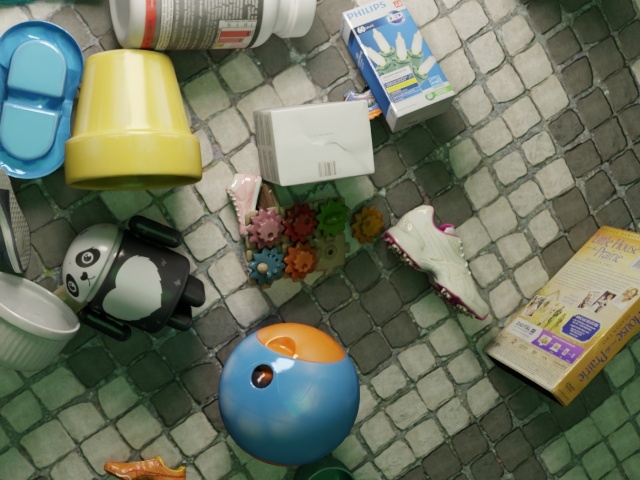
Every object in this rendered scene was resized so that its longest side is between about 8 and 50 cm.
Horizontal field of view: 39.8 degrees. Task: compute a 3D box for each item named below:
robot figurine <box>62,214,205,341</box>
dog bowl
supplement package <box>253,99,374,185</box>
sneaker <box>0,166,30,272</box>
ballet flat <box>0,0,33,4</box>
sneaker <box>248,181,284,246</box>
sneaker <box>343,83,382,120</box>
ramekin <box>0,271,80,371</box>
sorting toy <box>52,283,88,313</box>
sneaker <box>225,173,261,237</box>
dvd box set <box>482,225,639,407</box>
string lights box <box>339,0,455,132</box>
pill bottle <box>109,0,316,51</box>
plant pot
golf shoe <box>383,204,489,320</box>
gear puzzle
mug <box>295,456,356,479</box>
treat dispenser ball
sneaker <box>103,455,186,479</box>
[{"bbox_3d":[-0.366,0.078,1.738,0.278,0.173,0.209,27,63,-17],"label":"robot figurine"},{"bbox_3d":[-0.550,-0.268,1.698,0.165,0.074,0.297,10,95,-16],"label":"dog bowl"},{"bbox_3d":[-0.018,-0.199,1.783,0.194,0.203,0.149,-8,100,-13],"label":"supplement package"},{"bbox_3d":[-0.658,-0.033,1.698,0.163,0.086,0.226,-6,120,5],"label":"sneaker"},{"bbox_3d":[-0.530,-0.499,1.680,0.248,0.086,0.086,-7,99,-16],"label":"ballet flat"},{"bbox_3d":[-0.117,-0.026,1.849,0.071,0.066,0.188,-9,99,-14],"label":"sneaker"},{"bbox_3d":[0.144,-0.325,1.877,0.221,0.083,0.087,-32,96,-13],"label":"sneaker"},{"bbox_3d":[-0.576,0.158,1.684,0.207,0.207,0.109,31,97,-17],"label":"ramekin"},{"bbox_3d":[-0.492,0.105,1.793,0.083,0.012,0.062,-39,100,-4],"label":"sorting toy"},{"bbox_3d":[-0.169,-0.076,1.839,0.070,0.051,0.134,12,91,-15],"label":"sneaker"},{"bbox_3d":[0.580,0.151,1.938,0.420,0.307,0.062,-45,108,-6],"label":"dvd box set"},{"bbox_3d":[0.154,-0.365,1.818,0.133,0.077,0.260,-23,74,-11],"label":"string lights box"},{"bbox_3d":[-0.204,-0.469,1.684,0.362,0.210,0.210,-7,99,-24],"label":"pill bottle"},{"bbox_3d":[-0.356,-0.225,1.672,0.254,0.254,0.239,-3,89,-15],"label":"plant pot"},{"bbox_3d":[0.283,0.050,1.946,0.306,0.115,0.140,44,82,-17],"label":"golf shoe"},{"bbox_3d":[0.000,0.000,1.859,0.338,0.044,0.176,-11,110,-30],"label":"gear puzzle"},{"bbox_3d":[-0.003,0.537,1.937,0.157,0.097,0.130,16,93,-16],"label":"mug"},{"bbox_3d":[-0.064,0.311,1.791,0.288,0.288,0.288,-2,98,-15],"label":"treat dispenser ball"},{"bbox_3d":[-0.368,0.483,1.860,0.175,0.064,0.067,17,73,-21],"label":"sneaker"}]
